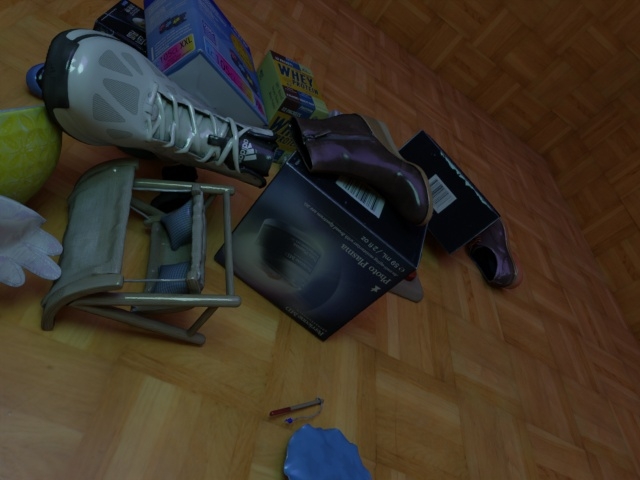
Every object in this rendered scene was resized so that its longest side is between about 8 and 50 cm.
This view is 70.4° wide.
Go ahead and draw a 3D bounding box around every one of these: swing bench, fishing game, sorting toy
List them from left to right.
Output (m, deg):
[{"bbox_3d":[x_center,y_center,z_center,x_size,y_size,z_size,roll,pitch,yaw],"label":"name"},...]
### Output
[{"bbox_3d":[-0.282,0.013,0.740,0.255,0.165,0.253,16,45,-32],"label":"swing bench"},{"bbox_3d":[0.013,0.395,0.753,0.189,0.041,0.264,7,44,-49],"label":"fishing game"},{"bbox_3d":[0.150,0.024,1.234,0.307,0.041,0.229,23,41,-25],"label":"sorting toy"}]

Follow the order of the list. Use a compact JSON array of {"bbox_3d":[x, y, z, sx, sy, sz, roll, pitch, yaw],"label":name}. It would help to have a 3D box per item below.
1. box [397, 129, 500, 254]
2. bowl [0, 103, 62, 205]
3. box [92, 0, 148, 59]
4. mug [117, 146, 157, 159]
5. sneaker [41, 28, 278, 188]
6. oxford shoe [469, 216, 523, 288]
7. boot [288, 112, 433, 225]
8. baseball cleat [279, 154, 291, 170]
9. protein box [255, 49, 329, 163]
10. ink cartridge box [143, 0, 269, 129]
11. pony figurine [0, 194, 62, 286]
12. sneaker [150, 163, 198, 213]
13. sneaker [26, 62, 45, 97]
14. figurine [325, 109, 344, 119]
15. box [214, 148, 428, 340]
[{"bbox_3d":[0.389,-0.150,1.444,0.343,0.179,0.312,52,19,10],"label":"box"},{"bbox_3d":[-0.493,-0.088,0.620,0.289,0.290,0.156,-37,126,-53],"label":"bowl"},{"bbox_3d":[-0.468,-0.508,1.143,0.147,0.077,0.180,29,39,-20],"label":"box"},{"bbox_3d":[-0.364,-0.253,0.976,0.158,0.097,0.129,-7,59,-46],"label":"mug"},{"bbox_3d":[-0.207,-0.200,0.752,0.258,0.169,0.447,14,3,8],"label":"sneaker"},{"bbox_3d":[0.581,-0.003,1.596,0.133,0.130,0.363,8,49,-30],"label":"oxford shoe"},{"bbox_3d":[0.068,-0.121,0.796,0.207,0.090,0.248,-9,63,-33],"label":"boot"},{"bbox_3d":[-0.046,-0.139,1.186,0.109,0.072,0.205,18,47,-40],"label":"baseball cleat"},{"bbox_3d":[-0.110,-0.351,1.220,0.136,0.201,0.199,10,48,-37],"label":"protein box"},{"bbox_3d":[-0.284,-0.455,1.116,0.270,0.151,0.395,42,25,-54],"label":"ink cartridge box"},{"bbox_3d":[-0.451,0.056,0.420,0.364,0.351,0.302,5,67,-4],"label":"pony figurine"},{"bbox_3d":[-0.306,-0.114,0.939,0.089,0.051,0.170,47,32,5],"label":"sneaker"},{"bbox_3d":[-0.469,-0.329,0.940,0.232,0.090,0.081,-23,116,-52],"label":"sneaker"},{"bbox_3d":[0.003,-0.319,1.405,0.215,0.092,0.209,14,54,-35],"label":"figurine"},{"bbox_3d":[0.000,0.000,0.906,0.296,0.294,0.182,38,38,-7],"label":"box"}]
